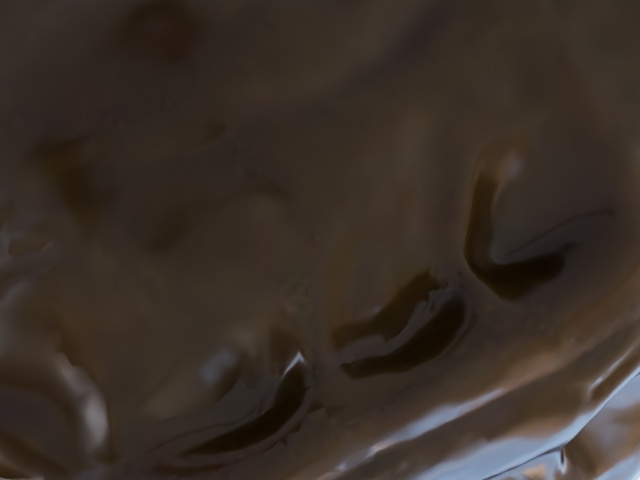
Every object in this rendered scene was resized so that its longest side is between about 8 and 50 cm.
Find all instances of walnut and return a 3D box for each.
[{"bbox_3d":[0.000,0.000,0.461,0.397,0.354,0.308,-31,-161,-16],"label":"walnut"}]
